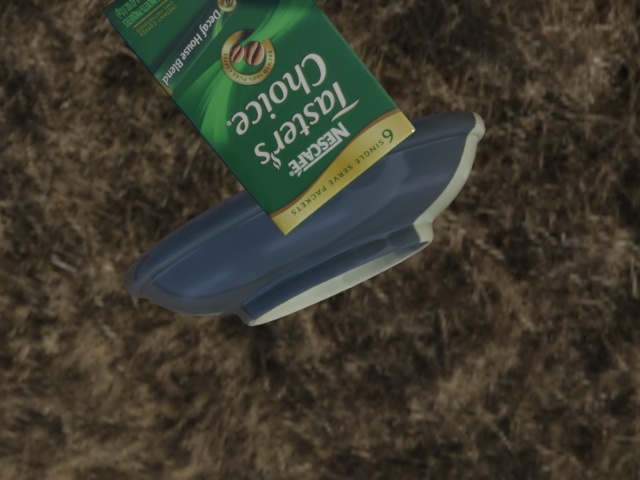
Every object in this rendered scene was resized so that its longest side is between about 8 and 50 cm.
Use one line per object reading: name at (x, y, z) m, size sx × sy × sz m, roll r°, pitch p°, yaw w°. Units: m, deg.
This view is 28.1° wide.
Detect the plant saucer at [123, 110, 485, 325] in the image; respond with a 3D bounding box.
plant saucer at (0.000, 0.000, 1.302) m, size 0.400 × 0.400 × 0.101 m, roll -30°, pitch 81°, yaw 36°

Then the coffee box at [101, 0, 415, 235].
coffee box at (-0.037, -0.107, 0.814) m, size 0.113 × 0.040 × 0.184 m, roll -37°, pitch 96°, yaw 2°
